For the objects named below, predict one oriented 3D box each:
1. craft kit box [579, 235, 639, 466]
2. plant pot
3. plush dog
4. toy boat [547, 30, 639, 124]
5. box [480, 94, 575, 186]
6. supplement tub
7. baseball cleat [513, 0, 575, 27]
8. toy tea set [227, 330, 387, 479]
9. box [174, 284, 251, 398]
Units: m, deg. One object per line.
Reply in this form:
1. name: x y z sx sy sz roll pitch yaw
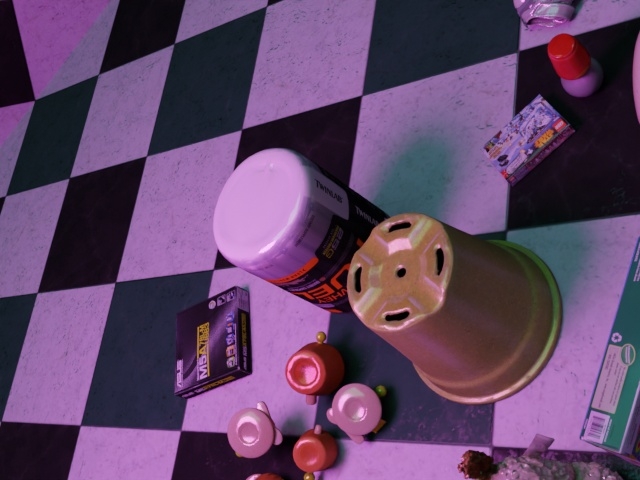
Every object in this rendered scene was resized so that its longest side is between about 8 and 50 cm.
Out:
1. craft kit box: 0.418 0.155 0.975 0.061 0.246 0.250 12 77 41
2. plant pot: 0.183 0.086 1.212 0.276 0.254 0.276 -20 57 34
3. plush dog: 0.260 0.395 0.999 0.262 0.210 0.225 -33 38 24
4. toy boat: 0.507 -0.267 1.203 0.318 0.148 0.267 8 79 36
5. box: 0.349 -0.170 1.356 0.137 0.027 0.094 -43 45 17
6. supplement tub: 0.000 0.000 1.356 0.207 0.338 0.207 -19 58 34
7. baseball cleat: 0.442 -0.444 1.399 0.206 0.072 0.109 -30 65 33
8. toy tea set: -0.037 0.330 1.410 0.336 0.124 0.200 -47 75 9
9. box: -0.225 0.211 1.657 0.184 0.045 0.190 -23 54 29
